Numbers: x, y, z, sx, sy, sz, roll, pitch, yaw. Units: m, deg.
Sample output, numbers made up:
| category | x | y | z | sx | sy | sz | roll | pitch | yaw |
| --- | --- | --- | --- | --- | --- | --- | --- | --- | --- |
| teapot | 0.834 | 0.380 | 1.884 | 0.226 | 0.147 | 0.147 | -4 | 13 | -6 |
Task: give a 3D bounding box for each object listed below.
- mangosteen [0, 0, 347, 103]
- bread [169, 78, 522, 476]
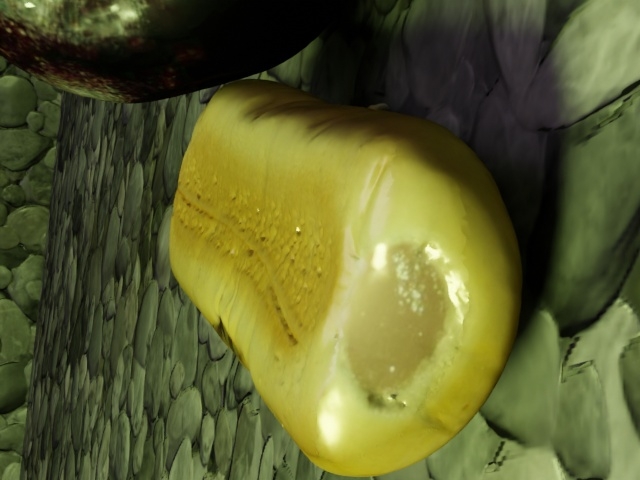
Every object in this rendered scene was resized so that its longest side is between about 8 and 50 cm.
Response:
| category | x | y | z | sx | sy | sz | roll | pitch | yaw |
| --- | --- | --- | --- | --- | --- | --- | --- | --- | --- |
| mangosteen | -0.087 | -0.217 | 0.669 | 0.302 | 0.275 | 0.275 | -55 | -19 | -70 |
| bread | 0.000 | 0.000 | 0.547 | 0.142 | 0.091 | 0.305 | -71 | 21 | 7 |
